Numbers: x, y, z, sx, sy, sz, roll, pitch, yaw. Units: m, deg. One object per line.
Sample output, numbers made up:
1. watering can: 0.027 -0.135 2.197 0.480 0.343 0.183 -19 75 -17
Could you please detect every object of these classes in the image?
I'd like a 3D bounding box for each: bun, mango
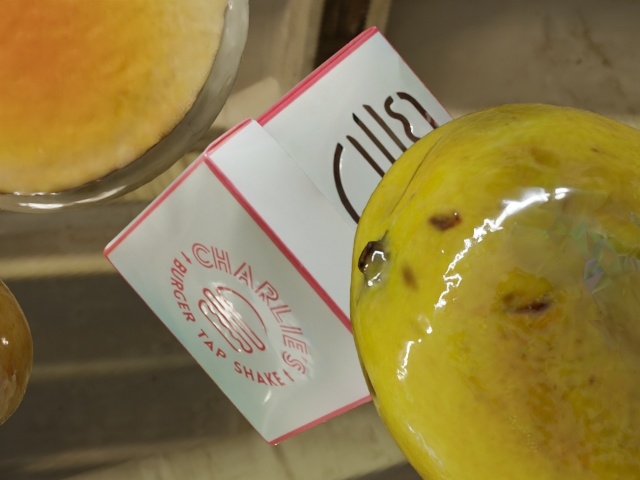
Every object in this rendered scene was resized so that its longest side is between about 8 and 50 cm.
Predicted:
1. bun: -0.201 -0.175 0.924 0.299 0.299 0.165 -27 7 0
2. mango: 0.212 0.102 0.859 0.301 0.445 0.220 -51 9 -26

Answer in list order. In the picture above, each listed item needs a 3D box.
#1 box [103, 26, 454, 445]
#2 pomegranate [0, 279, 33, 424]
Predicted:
1. box: 0.000 0.000 1.420 0.300 0.314 0.312 -43 4 -35
2. pomegranate: -0.346 0.104 1.110 0.196 0.196 0.196 -17 -36 -13
